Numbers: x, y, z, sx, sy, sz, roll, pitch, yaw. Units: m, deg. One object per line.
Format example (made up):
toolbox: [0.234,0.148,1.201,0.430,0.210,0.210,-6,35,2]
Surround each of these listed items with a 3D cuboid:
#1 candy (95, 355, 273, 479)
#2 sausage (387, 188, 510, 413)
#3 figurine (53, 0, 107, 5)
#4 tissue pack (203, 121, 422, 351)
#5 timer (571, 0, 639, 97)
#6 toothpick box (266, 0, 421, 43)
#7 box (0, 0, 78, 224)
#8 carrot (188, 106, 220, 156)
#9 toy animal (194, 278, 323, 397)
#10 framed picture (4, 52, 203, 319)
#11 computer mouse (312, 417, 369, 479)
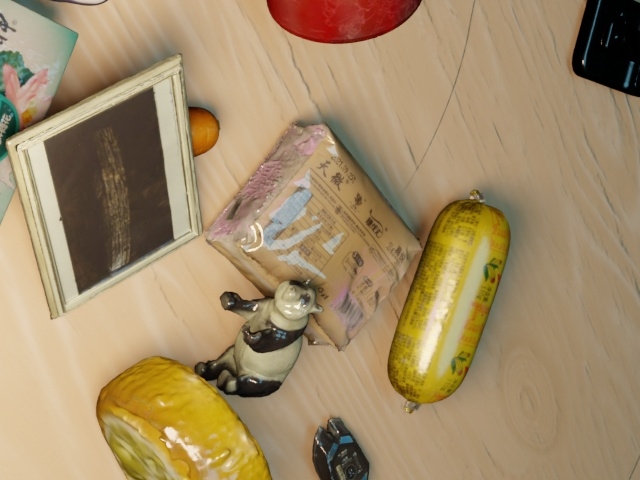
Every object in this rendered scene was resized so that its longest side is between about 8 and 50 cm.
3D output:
candy: [-0.169,0.262,1.491,0.118,0.260,0.259,-38,123,-32]
sausage: [0.189,0.093,1.804,0.123,0.123,0.347,19,90,-40]
figurine: [-0.268,-0.352,1.298,0.145,0.145,0.222,-14,136,-35]
tissue pack: [0.000,0.000,1.634,0.215,0.123,0.256,-52,129,-16]
timer: [0.489,-0.316,1.970,0.187,0.055,0.144,10,96,-39]
toothpick box: [0.014,-0.418,1.407,0.204,0.204,0.333,-39,146,-23]
box: [-0.384,-0.147,1.313,0.153,0.092,0.244,23,88,-40]
carrot: [-0.217,-0.124,1.467,0.225,0.067,0.067,-8,107,-36]
toy animal: [-0.073,0.125,1.567,0.121,0.093,0.225,-5,137,-30]
framed picture: [-0.237,-0.054,1.423,0.231,0.018,0.293,-32,144,-26]
computer mouse: [0.023,0.322,1.789,0.079,0.047,0.135,-34,110,-40]
